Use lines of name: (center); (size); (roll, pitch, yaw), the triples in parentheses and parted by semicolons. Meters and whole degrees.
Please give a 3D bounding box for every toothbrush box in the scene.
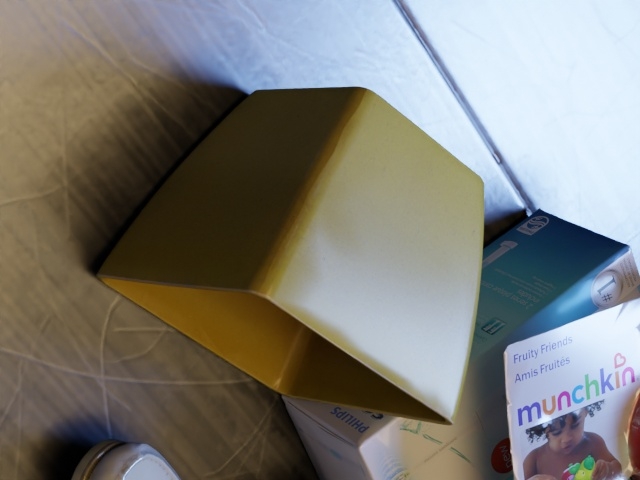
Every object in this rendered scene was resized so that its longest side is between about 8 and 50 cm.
toothbrush box: (0.145, 0.149, 1.535); (0.295, 0.126, 0.216); (-33, 121, -19)

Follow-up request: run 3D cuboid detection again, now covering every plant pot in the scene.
plant pot: (0.000, 0.000, 1.365); (0.212, 0.212, 0.187); (36, 70, -34)

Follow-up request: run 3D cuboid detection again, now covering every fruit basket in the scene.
fruit basket: (0.298, 0.209, 1.479); (0.327, 0.165, 0.353); (-16, 113, -30)

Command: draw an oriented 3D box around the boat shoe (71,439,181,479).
boat shoe: (-0.097, 0.281, 1.417); (0.113, 0.103, 0.302); (-46, 129, -36)
